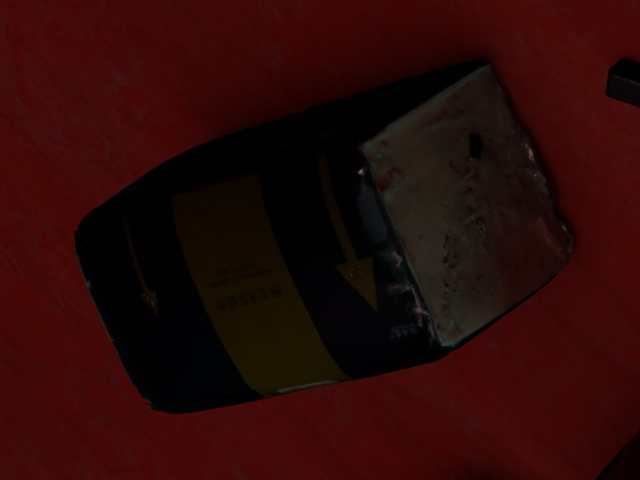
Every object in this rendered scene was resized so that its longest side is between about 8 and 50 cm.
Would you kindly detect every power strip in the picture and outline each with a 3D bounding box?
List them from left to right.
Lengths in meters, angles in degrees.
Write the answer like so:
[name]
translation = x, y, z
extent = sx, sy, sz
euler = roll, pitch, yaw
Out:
[power strip]
translation = 0.314, -0.132, 1.661
extent = 0.111, 0.038, 0.029
euler = 23, 129, 26

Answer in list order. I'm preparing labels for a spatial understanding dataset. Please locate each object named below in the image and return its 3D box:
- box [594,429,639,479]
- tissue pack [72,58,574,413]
[box]
translation = 0.353, 0.318, 1.728
extent = 0.301, 0.301, 0.216
euler = 30, 125, 20
[tissue pack]
translation = 0.000, 0.000, 1.822
extent = 0.416, 0.264, 0.253
euler = -17, 102, 41
